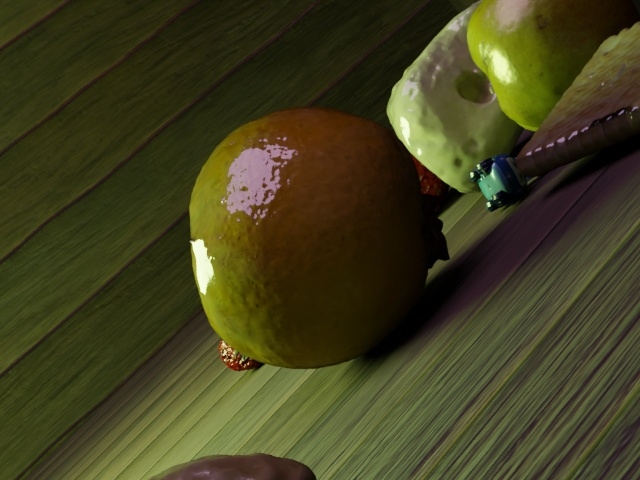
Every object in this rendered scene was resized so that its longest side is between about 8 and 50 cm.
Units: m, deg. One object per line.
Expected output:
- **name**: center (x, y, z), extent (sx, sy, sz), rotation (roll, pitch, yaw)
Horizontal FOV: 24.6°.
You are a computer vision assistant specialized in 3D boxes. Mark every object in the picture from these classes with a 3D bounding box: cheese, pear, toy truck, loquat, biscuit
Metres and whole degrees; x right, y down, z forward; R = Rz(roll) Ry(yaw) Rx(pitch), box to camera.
- **cheese**: center (0.193, -0.185, 1.871), extent (0.251, 0.173, 0.248), rotation (-52, 1, 32)
- **pear**: center (0.276, -0.225, 1.695), extent (0.200, 0.200, 0.200), rotation (-41, 5, 4)
- **toy truck**: center (0.216, -0.076, 1.623), extent (0.090, 0.056, 0.073), rotation (-29, -3, -10)
- **loquat**: center (0.000, 0.000, 1.502), extent (0.275, 0.275, 0.275), rotation (-41, 5, 4)
- **biscuit**: center (0.332, -0.166, 1.417), extent (0.217, 0.044, 0.325), rotation (-50, 12, -27)

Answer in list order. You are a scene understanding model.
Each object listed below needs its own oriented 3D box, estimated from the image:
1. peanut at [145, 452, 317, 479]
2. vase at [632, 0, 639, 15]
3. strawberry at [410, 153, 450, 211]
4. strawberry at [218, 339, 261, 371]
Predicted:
- **peanut**: center (-0.123, 0.241, 0.909), extent (0.325, 0.140, 0.153), rotation (-38, -11, 16)
- **vase**: center (0.331, -0.291, 2.031), extent (0.173, 0.173, 0.321), rotation (-42, 9, -8)
- **strawberry**: center (0.114, -0.065, 2.048), extent (0.174, 0.098, 0.228), rotation (-37, 3, 33)
- **strawberry**: center (-0.104, 0.147, 2.020), extent (0.073, 0.073, 0.083), rotation (-41, -9, -7)
